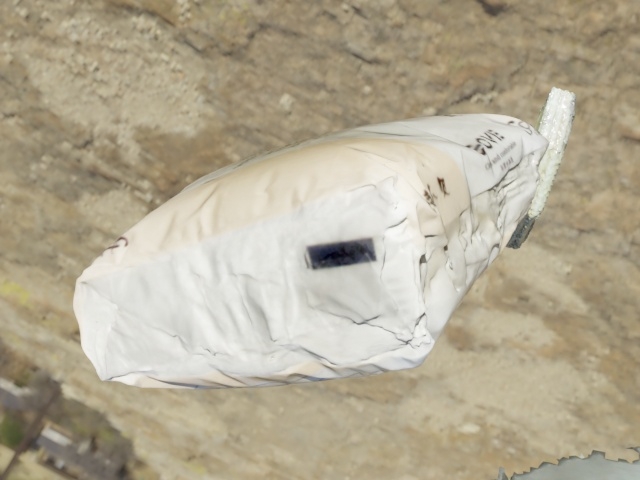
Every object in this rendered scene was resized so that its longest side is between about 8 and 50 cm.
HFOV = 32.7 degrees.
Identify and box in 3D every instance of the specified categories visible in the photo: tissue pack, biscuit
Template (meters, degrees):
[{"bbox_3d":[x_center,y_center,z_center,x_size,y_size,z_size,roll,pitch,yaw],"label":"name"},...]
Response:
[{"bbox_3d":[0.000,0.000,1.010,0.390,0.375,0.195,-13,103,25],"label":"tissue pack"},{"bbox_3d":[0.265,-0.085,1.363,0.046,0.147,0.250,17,167,6],"label":"biscuit"}]

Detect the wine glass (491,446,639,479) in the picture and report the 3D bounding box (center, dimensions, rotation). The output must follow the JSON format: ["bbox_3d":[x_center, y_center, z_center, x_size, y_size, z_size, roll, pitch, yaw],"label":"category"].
[{"bbox_3d":[0.133,0.264,0.440,0.190,0.190,0.357,11,105,20],"label":"wine glass"}]
